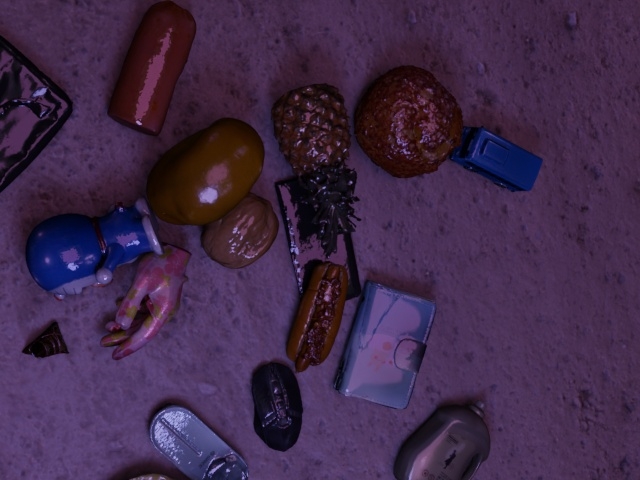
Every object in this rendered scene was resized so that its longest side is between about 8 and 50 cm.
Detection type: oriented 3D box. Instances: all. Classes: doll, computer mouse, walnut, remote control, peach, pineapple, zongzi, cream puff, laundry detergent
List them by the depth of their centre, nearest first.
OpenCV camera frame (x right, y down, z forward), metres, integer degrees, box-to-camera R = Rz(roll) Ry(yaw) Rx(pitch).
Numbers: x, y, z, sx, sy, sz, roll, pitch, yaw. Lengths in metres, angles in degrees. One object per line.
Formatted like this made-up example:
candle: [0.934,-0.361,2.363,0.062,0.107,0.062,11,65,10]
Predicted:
doll: [-0.424,0.012,1.784,0.256,0.215,0.161,-16,122,-7]
peach: [-0.217,-0.132,1.812,0.251,0.251,0.153,-36,110,-14]
zongzi: [-0.540,0.205,1.820,0.083,0.073,0.067,-32,106,-56]
walnut: [-0.159,-0.018,1.888,0.166,0.149,0.167,-27,145,-21]
pineapple: [0.009,-0.136,1.911,0.169,0.169,0.341,-13,85,-19]
remote control: [-0.248,0.431,1.930,0.104,0.052,0.247,-46,107,-11]
computer mouse: [-0.088,0.354,1.979,0.105,0.062,0.193,-11,98,-19]
cream puff: [0.194,-0.247,2.000,0.239,0.164,0.240,-2,95,-25]
laundry detergent: [0.290,0.465,2.104,0.181,0.091,0.253,43,79,-18]

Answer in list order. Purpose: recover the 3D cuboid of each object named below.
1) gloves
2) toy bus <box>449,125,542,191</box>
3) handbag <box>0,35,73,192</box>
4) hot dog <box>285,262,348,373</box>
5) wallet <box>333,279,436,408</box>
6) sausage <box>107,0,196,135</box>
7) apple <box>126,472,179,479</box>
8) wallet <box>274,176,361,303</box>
gloves: [-0.332,0.124,1.835,0.126,0.145,0.241,21,77,-18]
toy bus: [0.390,-0.182,2.099,0.184,0.106,0.090,24,87,-19]
handbag: [-0.627,-0.228,1.744,0.244,0.088,0.275,42,76,-19]
hot dog: [-0.002,0.167,1.974,0.102,0.076,0.249,15,100,-27]
wallet: [0.142,0.228,2.048,0.176,0.075,0.251,18,88,-16]
sausage: [-0.323,-0.340,1.834,0.113,0.113,0.259,20,87,-20]
apple: [-0.359,0.572,1.867,0.193,0.120,0.265,33,79,-5]
wallet: [0.000,0.000,2.009,0.146,0.030,0.286,-14,98,-19]
